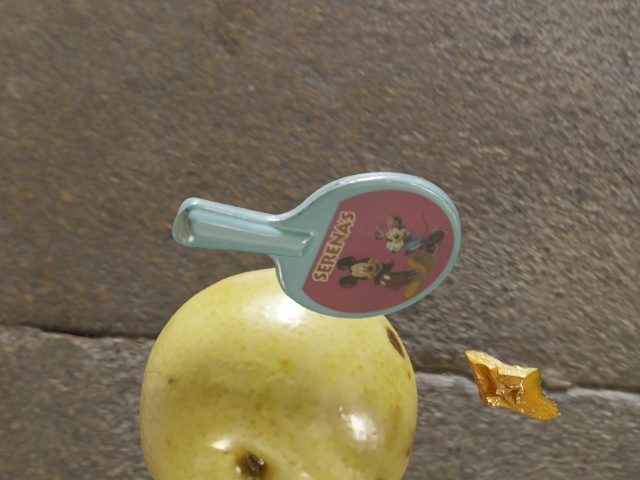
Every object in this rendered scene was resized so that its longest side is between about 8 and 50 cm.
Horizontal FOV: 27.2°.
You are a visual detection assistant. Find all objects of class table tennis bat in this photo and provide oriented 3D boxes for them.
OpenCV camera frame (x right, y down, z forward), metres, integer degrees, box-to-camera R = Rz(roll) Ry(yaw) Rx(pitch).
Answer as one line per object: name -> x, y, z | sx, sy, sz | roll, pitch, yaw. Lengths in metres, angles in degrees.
table tennis bat -> 0.000, 0.000, 1.069 | 0.040, 0.244, 0.153 | -108, 34, -47

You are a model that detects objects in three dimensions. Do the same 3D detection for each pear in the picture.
pear -> -0.049, 0.197, 1.571 | 0.348, 0.348, 0.348 | -4, 79, 22

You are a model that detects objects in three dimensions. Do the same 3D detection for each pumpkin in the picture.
pumpkin -> 0.197, 0.159, 1.403 | 0.101, 0.073, 0.035 | 9, 51, 40
